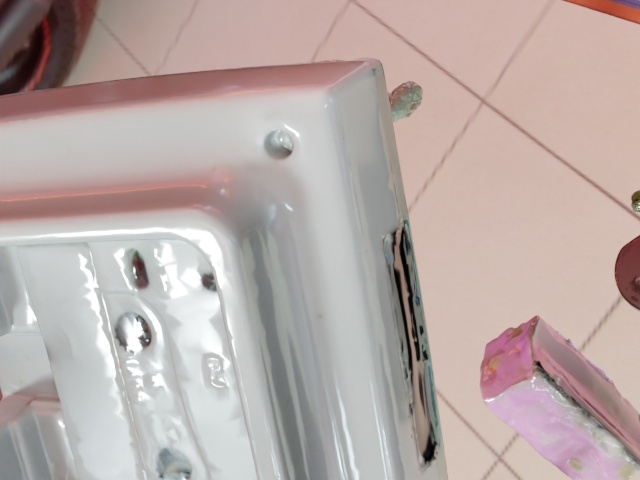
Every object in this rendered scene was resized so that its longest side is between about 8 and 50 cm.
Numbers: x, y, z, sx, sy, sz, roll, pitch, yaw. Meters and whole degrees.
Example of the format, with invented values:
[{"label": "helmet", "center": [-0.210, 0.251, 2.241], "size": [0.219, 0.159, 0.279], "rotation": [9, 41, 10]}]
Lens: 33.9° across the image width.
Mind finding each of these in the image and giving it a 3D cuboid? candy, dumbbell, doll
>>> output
[{"label": "candy", "center": [0.374, 0.251, 1.602], "size": [0.116, 0.265, 0.155], "rotation": [-42, 15, 27]}, {"label": "dumbbell", "center": [0.532, 0.073, 1.570], "size": [0.140, 0.225, 0.124], "rotation": [-36, 56, 12]}, {"label": "doll", "center": [0.010, -0.159, 1.203], "size": [0.214, 0.071, 0.103], "rotation": [0, 48, 7]}]

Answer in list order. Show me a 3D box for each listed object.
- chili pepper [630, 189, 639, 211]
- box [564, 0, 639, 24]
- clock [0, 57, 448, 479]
[{"label": "chili pepper", "center": [0.535, -0.128, 1.486], "size": [0.165, 0.173, 0.261], "rotation": [28, 58, 10]}, {"label": "box", "center": [0.502, -0.471, 1.573], "size": [0.349, 0.319, 0.256], "rotation": [30, 120, 37]}, {"label": "clock", "center": [-0.070, 0.059, 0.496], "size": [0.231, 0.116, 0.262], "rotation": [-1, 111, 27]}]
